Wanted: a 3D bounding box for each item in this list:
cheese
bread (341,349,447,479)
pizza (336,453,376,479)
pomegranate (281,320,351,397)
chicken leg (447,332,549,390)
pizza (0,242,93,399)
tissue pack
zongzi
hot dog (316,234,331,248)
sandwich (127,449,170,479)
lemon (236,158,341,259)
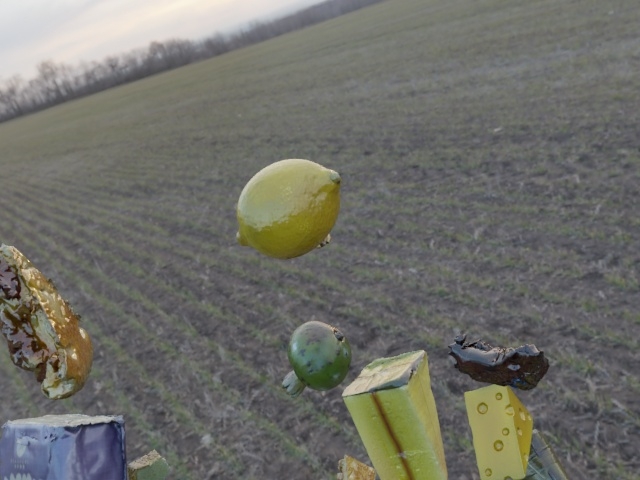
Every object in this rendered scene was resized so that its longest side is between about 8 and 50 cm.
[{"bbox_3d":[0.344,0.384,1.243,0.093,0.126,0.171,-24,30,30],"label":"cheese"},{"bbox_3d":[0.184,0.398,1.435,0.168,0.263,0.163,-19,8,30],"label":"bread"},{"bbox_3d":[0.102,0.717,1.976,0.046,0.134,0.175,-41,-25,30],"label":"pizza"},{"bbox_3d":[-0.020,0.346,1.857,0.248,0.202,0.202,-45,12,17],"label":"pomegranate"},{"bbox_3d":[0.285,0.195,1.044,0.234,0.105,0.063,-4,54,59],"label":"chicken leg"},{"bbox_3d":[-0.333,0.094,0.745,0.069,0.193,0.154,-30,12,-4],"label":"pizza"},{"bbox_3d":[-0.390,0.442,0.984,0.243,0.343,0.125,-13,-12,43],"label":"tissue pack"},{"bbox_3d":[0.465,0.547,1.463,0.178,0.081,0.188,-36,55,17],"label":"zongzi"},{"bbox_3d":[0.000,0.000,1.642,0.056,0.041,0.133,-37,12,-5],"label":"hot dog"},{"bbox_3d":[-0.375,0.519,1.425,0.036,0.104,0.093,17,20,41],"label":"sandwich"},{"bbox_3d":[-0.062,-0.062,1.277,0.244,0.186,0.187,-37,16,12],"label":"lemon"}]
